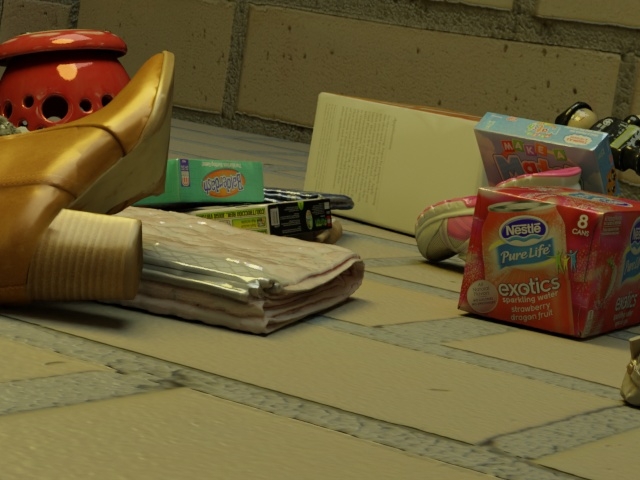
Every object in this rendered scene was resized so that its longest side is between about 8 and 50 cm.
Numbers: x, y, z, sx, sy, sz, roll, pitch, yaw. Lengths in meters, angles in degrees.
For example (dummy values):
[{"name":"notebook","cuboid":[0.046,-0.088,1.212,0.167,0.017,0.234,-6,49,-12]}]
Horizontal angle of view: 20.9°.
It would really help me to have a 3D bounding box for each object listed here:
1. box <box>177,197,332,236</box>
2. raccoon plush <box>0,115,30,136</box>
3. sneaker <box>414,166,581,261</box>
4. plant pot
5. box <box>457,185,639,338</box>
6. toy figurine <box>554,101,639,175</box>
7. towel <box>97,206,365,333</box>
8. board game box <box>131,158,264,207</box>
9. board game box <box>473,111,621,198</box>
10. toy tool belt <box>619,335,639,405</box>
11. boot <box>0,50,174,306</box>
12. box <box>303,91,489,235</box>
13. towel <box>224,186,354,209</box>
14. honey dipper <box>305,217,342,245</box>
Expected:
[{"name":"box","cuboid":[-0.072,-0.020,1.838,0.114,0.036,0.207,-5,2,19]},{"name":"raccoon plush","cuboid":[-0.459,-0.238,1.893,0.446,0.299,0.216,2,37,-51]},{"name":"sneaker","cuboid":[0.198,-0.001,1.931,0.103,0.111,0.252,-10,-6,-34]},{"name":"plant pot","cuboid":[-0.319,-0.171,2.183,0.191,0.174,0.191,-5,-2,0]},{"name":"box","cuboid":[0.244,0.016,1.693,0.128,0.123,0.257,13,7,25]},{"name":"toy figurine","cuboid":[0.378,-0.063,2.213,0.213,0.210,0.148,2,21,-46]},{"name":"towel","cuboid":[-0.153,0.010,1.502,0.331,0.053,0.317,11,6,13]},{"name":"board game box","cuboid":[-0.190,-0.055,1.850,0.210,0.047,0.160,-5,-2,32]},{"name":"board game box","cuboid":[0.270,-0.041,1.974,0.160,0.211,0.039,14,46,38]},{"name":"toy tool belt","cuboid":[0.264,0.100,1.283,0.083,0.051,0.052,9,6,-8]},{"name":"boot","cuboid":[-0.228,-0.063,1.348,0.211,0.104,0.295,7,40,1]},{"name":"box","cuboid":[0.171,-0.093,2.382,0.215,0.168,0.345,4,8,-41]},{"name":"towel","cuboid":[-0.142,-0.053,2.084,0.336,0.040,0.243,6,3,9]},{"name":"honey dipper","cuboid":[0.000,0.000,1.949,0.030,0.030,0.161,10,10,7]}]
